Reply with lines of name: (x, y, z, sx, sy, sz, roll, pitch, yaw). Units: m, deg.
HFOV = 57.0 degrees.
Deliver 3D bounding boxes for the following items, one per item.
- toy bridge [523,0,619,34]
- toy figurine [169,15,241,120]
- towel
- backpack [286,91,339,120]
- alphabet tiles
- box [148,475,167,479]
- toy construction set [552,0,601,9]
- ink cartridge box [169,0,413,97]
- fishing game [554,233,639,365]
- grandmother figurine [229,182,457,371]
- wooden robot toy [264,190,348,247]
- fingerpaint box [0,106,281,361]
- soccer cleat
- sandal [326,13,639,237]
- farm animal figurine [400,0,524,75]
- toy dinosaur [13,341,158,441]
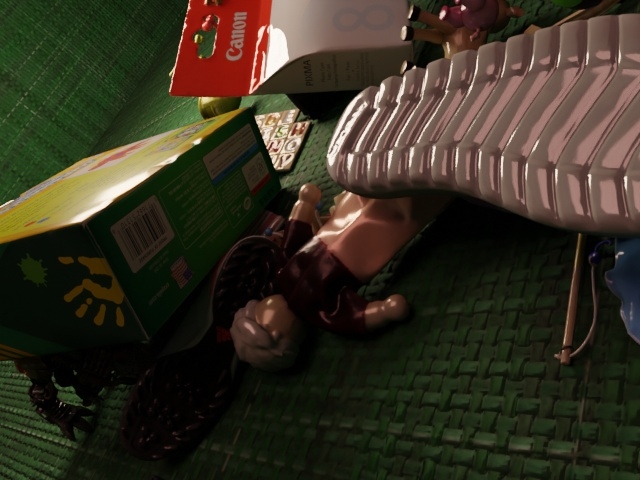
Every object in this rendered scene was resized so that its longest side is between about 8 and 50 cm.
toy bridge: (0.332, -0.297, 0.690, 0.188, 0.026, 0.063, -42, 31, 13)
toy figurine: (-0.135, -0.438, 1.311, 0.217, 0.191, 0.362, 5, 55, 46)
towel: (-0.142, 0.004, 0.980, 0.144, 0.029, 0.197, -53, 31, -10)
backpack: (0.003, -0.329, 1.075, 0.173, 0.117, 0.158, -38, 33, 13)
alphabet tiles: (-0.133, -0.168, 1.113, 0.237, 0.009, 0.198, -1, 53, 33)
box: (-0.183, 0.380, 0.576, 0.183, 0.059, 0.232, 13, 67, 56)
toy construction set: (0.345, -0.240, 0.392, 0.237, 0.257, 0.309, -46, 19, -13)
ink cartridge box: (-0.050, -0.378, 0.974, 0.385, 0.091, 0.308, -1, 56, 3)
fishing game: (0.265, -0.009, 0.387, 0.264, 0.041, 0.189, -29, 34, 59)
grandmother figurine: (0.027, 0.023, 0.668, 0.342, 0.104, 0.208, -46, 45, 11)
wooden robot toy: (0.000, 0.000, 0.782, 0.173, 0.076, 0.079, -26, 73, 35)
fingerpaint box: (-0.313, -0.018, 0.871, 0.371, 0.163, 0.445, -12, 23, 23)
soccer cleat: (-0.149, 0.139, 0.784, 0.318, 0.109, 0.116, -60, 8, -10)
sandal: (0.173, -0.088, 0.503, 0.416, 0.102, 0.169, 15, 82, 50)
farm animal figurine: (0.208, -0.366, 0.729, 0.326, 0.172, 0.330, -104, 26, -46)
toy dinosaur: (-0.407, 0.177, 0.928, 0.322, 0.218, 0.164, 26, 55, 18)
